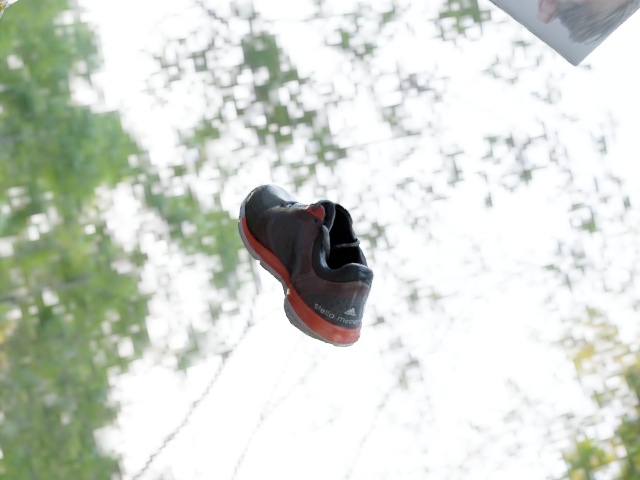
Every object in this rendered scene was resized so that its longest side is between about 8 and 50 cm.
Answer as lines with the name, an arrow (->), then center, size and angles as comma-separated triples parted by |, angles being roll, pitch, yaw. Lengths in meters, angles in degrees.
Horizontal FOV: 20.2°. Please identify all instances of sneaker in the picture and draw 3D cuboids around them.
sneaker -> 0.000, 0.000, 1.085 | 0.065, 0.061, 0.158 | -62, -147, 22

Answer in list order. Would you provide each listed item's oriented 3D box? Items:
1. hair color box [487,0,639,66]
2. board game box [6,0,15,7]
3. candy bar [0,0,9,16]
hair color box -> 0.114, -0.206, 0.862 | 0.174, 0.347, 0.105 | -42, -108, 13
board game box -> -0.304, -0.118, 0.761 | 0.232, 0.291, 0.141 | -10, -82, 65
candy bar -> -0.110, -0.013, 0.412 | 0.018, 0.040, 0.161 | 107, -5, -45
